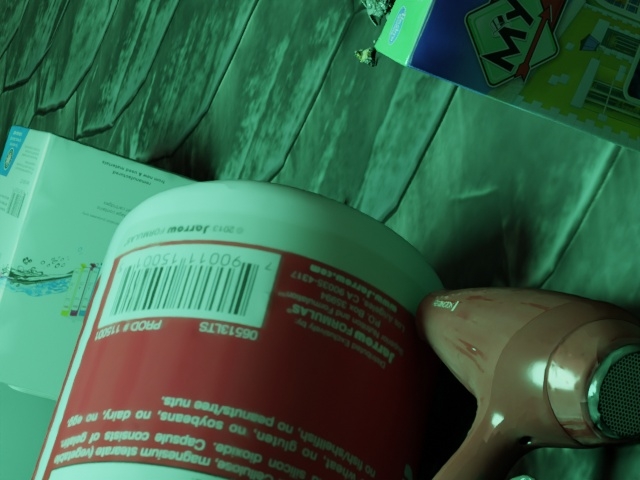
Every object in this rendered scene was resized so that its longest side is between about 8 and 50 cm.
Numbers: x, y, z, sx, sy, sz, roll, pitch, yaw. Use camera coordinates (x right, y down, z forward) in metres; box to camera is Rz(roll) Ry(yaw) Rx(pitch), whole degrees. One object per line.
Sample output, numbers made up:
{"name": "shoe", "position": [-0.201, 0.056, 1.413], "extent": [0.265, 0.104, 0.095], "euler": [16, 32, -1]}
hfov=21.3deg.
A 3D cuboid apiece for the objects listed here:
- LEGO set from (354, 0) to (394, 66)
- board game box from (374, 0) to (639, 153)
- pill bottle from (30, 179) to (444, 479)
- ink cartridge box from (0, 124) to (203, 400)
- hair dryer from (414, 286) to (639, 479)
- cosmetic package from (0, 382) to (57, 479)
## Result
{"name": "LEGO set", "position": [0.044, -0.180, 1.339], "extent": [0.054, 0.023, 0.083], "euler": [4, 78, 65]}
{"name": "board game box", "position": [0.183, -0.201, 0.821], "extent": [0.317, 0.213, 0.046], "euler": [-68, 24, 11]}
{"name": "pill bottle", "position": [-0.067, 0.187, 1.009], "extent": [0.229, 0.229, 0.407], "euler": [-36, 33, 53]}
{"name": "ink cartridge box", "position": [-0.233, 0.027, 1.614], "extent": [0.171, 0.168, 0.232], "euler": [18, 90, 67]}
{"name": "hair dryer", "position": [0.081, 0.112, 0.899], "extent": [0.224, 0.080, 0.293], "euler": [-25, 30, 21]}
{"name": "cosmetic package", "position": [-0.388, 0.181, 1.750], "extent": [0.156, 0.217, 0.385], "euler": [-43, 34, 42]}
